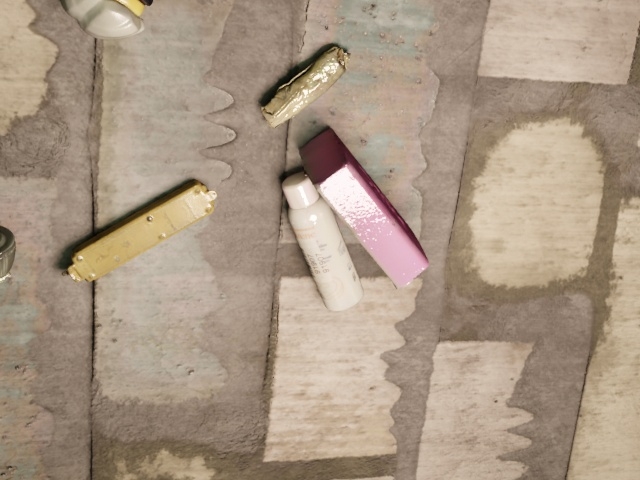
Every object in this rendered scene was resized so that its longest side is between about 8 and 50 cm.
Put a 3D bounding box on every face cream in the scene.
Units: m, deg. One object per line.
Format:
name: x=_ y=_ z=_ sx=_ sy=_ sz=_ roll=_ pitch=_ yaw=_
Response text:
face cream: x=0.000 y=0.000 z=2.045 sx=0.082 sy=0.082 sz=0.269 roll=-24 pitch=116 yaw=-2

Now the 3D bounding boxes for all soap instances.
soap: x=0.077 y=-0.057 z=1.982 sx=0.081 sy=0.181 sz=0.259 roll=-37 pitch=116 yaw=9

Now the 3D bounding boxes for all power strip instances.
power strip: x=-0.317 y=-0.015 z=1.986 sx=0.305 sy=0.044 sz=0.064 roll=-30 pitch=117 yaw=0

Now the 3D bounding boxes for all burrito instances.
burrito: x=-0.024 y=-0.265 z=1.942 sx=0.188 sy=0.045 sz=0.058 roll=-38 pitch=142 yaw=3

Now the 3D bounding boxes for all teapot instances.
teapot: x=-0.575 y=0.025 z=1.932 sx=0.092 sy=0.124 sz=0.090 roll=-36 pitch=142 yaw=-41

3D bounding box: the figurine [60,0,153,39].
figurine: x=-0.301 y=-0.425 z=1.757 sx=0.236 sy=0.133 sz=0.176 roll=-42 pitch=107 yaw=5
